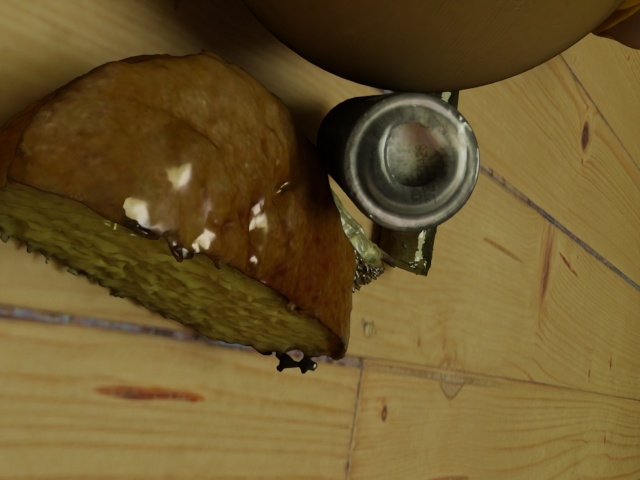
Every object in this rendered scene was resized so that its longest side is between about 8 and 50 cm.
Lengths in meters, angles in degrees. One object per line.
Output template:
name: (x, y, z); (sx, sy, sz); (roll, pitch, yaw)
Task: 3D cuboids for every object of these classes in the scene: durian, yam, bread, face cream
durian: (-0.002, -0.001, 0.598); (0.140, 0.071, 0.110); (39, 21, -36)
yam: (0.096, -0.093, 0.762); (0.061, 0.061, 0.252); (24, 74, -56)
bread: (-0.067, -0.026, 0.448); (0.260, 0.129, 0.134); (45, 55, -52)
face cream: (0.038, -0.062, 0.543); (0.283, 0.073, 0.073); (-109, -164, -80)

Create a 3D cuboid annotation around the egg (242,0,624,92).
egg: (0.081, -0.262, 0.493); (0.301, 0.301, 0.374); (59, 43, -42)

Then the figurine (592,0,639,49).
figurine: (0.353, -0.397, 0.951); (0.387, 0.268, 0.400); (9, 81, -55)
